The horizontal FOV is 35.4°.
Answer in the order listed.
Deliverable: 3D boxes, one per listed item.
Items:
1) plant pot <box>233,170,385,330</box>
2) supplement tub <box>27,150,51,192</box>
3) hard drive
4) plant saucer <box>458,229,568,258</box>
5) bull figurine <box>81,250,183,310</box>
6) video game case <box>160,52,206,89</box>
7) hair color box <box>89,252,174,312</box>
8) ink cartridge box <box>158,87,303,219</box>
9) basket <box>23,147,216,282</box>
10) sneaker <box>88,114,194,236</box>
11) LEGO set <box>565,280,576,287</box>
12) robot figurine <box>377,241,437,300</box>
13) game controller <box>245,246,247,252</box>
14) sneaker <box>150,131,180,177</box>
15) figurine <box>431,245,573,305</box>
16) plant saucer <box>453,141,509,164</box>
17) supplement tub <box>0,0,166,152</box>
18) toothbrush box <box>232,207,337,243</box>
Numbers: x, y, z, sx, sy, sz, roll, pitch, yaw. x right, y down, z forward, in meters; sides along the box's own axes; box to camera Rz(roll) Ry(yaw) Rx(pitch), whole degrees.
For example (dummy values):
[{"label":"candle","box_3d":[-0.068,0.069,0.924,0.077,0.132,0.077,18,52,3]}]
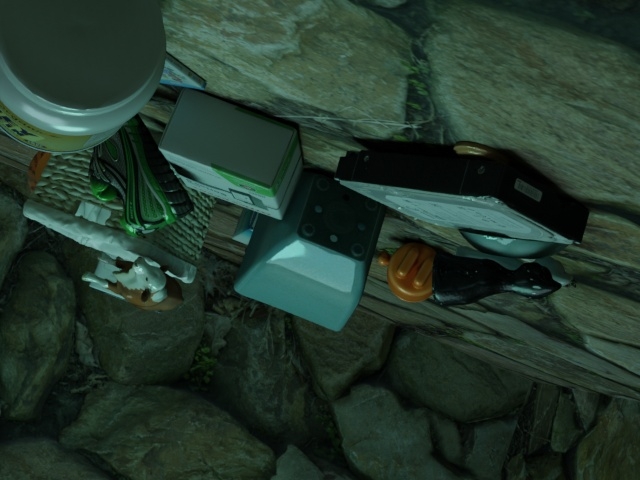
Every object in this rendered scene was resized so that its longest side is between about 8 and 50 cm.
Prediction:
[{"label":"plant pot","box_3d":[0.000,0.000,2.012,0.248,0.247,0.252,22,155,-9]},{"label":"supplement tub","box_3d":[-0.636,-0.135,2.720,0.207,0.207,0.338,18,171,17]},{"label":"hard drive","box_3d":[0.216,-0.069,1.580,0.237,0.064,0.339,22,173,-43]},{"label":"plant saucer","box_3d":[0.330,0.007,1.710,0.195,0.037,0.195,4,-174,0]},{"label":"bull figurine","box_3d":[-0.397,0.091,2.187,0.188,0.101,0.310,21,169,11]},{"label":"video game case","box_3d":[-0.273,-0.286,1.585,0.119,0.015,0.166,14,169,36]},{"label":"hair color box","box_3d":[-0.428,-0.010,2.531,0.174,0.347,0.105,19,173,14]},{"label":"ink cartridge box","box_3d":[-0.150,-0.147,1.805,0.211,0.121,0.289,20,172,5]},{"label":"basket","box_3d":[-0.439,-0.093,2.328,0.328,0.266,0.331,18,170,15]},{"label":"sneaker","box_3d":[-0.372,-0.163,1.804,0.343,0.146,0.134,58,176,17]},{"label":"LEGO set","box_3d":[0.492,0.083,2.094,0.083,0.023,0.054,5,171,10]},{"label":"robot figurine","box_3d":[0.215,0.074,2.316,0.158,0.128,0.219,-7,169,1]},{"label":"game controller","box_3d":[-0.091,0.052,2.318,0.166,0.067,0.319,34,170,-5]},{"label":"sneaker","box_3d":[-0.245,-0.165,2.067,0.262,0.099,0.121,17,167,-33]},{"label":"figurine","box_3d":[0.322,0.063,1.728,0.209,0.092,0.215,3,-175,23]},{"label":"plant saucer","box_3d":[0.232,-0.120,1.451,0.083,0.013,0.083,20,172,3]},{"label":"supplement tub","box_3d":[-0.325,-0.239,1.289,0.228,0.228,0.316,23,171,-17]},{"label":"toothbrush box","box_3d":[-0.068,-0.031,2.311,0.216,0.126,0.295,21,171,-9]}]
